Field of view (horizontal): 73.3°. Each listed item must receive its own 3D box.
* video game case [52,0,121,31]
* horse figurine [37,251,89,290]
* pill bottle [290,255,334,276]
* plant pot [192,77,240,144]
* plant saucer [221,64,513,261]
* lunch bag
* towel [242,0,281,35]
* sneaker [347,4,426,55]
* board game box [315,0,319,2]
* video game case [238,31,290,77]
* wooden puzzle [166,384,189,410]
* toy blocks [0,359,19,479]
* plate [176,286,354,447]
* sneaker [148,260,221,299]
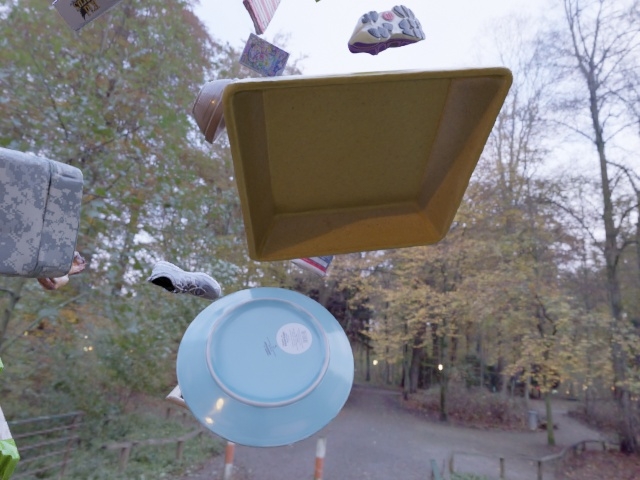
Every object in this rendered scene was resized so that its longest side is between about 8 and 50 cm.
[{"bbox_3d":[-0.350,-0.534,0.835,0.244,0.270,0.061,-8,-46,31],"label":"video game case"},{"bbox_3d":[-0.789,0.074,1.269,0.066,0.263,0.175,-27,-61,-4],"label":"horse figurine"},{"bbox_3d":[0.000,0.000,1.190,0.107,0.180,0.108,26,-8,4],"label":"pill bottle"},{"bbox_3d":[-0.361,-0.457,1.463,0.109,0.238,0.237,28,-21,-11],"label":"plant pot"},{"bbox_3d":[0.048,-0.107,0.613,0.332,0.081,0.333,-6,-36,-6],"label":"plant saucer"},{"bbox_3d":[-0.729,-0.067,0.990,0.212,0.306,0.256,11,0,17],"label":"lunch bag"},{"bbox_3d":[-0.190,-0.806,1.431,0.029,0.197,0.144,17,-17,19],"label":"towel"},{"bbox_3d":[0.113,-0.358,0.746,0.169,0.069,0.071,-20,-5,-32],"label":"sneaker"},{"bbox_3d":[0.049,-0.826,1.358,0.043,0.092,0.181,57,-20,-18],"label":"board game box"},{"bbox_3d":[-0.155,-0.507,1.196,0.121,0.087,0.011,23,4,-17],"label":"video game case"},{"bbox_3d":[-0.330,0.479,1.292,0.220,0.044,0.239,26,-8,-2],"label":"wooden puzzle"},{"bbox_3d":[-0.732,0.300,0.742,0.381,0.191,0.260,32,6,36],"label":"toy blocks"},{"bbox_3d":[-0.055,0.117,0.454,0.187,0.188,0.024,7,-47,-4],"label":"plate"},{"bbox_3d":[-0.527,0.180,1.662,0.281,0.115,0.105,18,-59,-2],"label":"sneaker"}]
